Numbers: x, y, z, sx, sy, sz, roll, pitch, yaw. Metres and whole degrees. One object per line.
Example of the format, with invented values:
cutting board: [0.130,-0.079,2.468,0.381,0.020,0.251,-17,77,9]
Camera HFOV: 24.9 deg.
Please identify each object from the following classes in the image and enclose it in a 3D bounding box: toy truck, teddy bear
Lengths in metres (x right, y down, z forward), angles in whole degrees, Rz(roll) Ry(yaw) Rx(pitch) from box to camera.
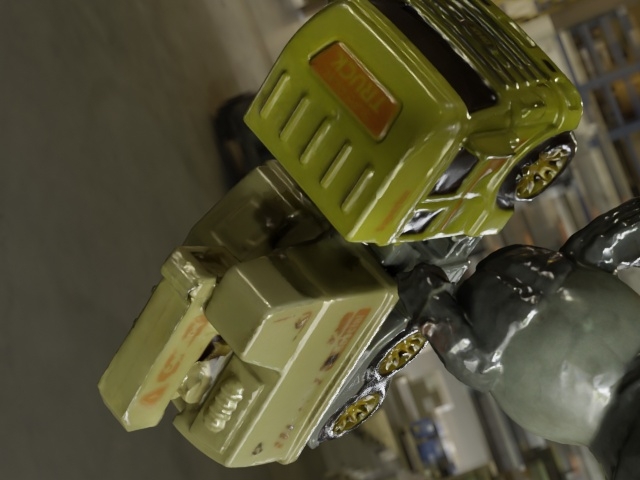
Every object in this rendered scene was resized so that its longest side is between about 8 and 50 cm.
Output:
toy truck: [0.000,0.000,1.093,0.254,0.405,0.180,-12,54,-51]
teddy bear: [0.181,0.072,0.837,0.251,0.171,0.144,45,-8,27]
